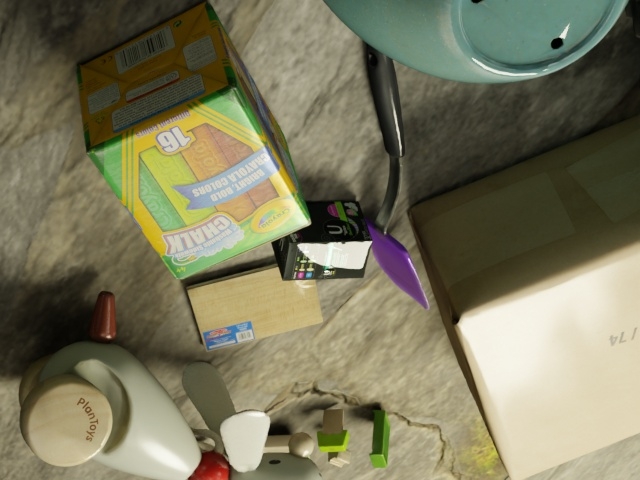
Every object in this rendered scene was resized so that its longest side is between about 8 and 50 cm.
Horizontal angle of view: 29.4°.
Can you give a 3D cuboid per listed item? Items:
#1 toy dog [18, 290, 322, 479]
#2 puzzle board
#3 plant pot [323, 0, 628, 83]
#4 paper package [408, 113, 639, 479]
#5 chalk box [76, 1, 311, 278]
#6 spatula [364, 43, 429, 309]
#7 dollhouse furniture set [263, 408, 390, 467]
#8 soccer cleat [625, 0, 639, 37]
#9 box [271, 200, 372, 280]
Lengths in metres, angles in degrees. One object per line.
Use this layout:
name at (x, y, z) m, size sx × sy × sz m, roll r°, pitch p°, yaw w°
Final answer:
toy dog at (-0.145, 0.161, 1.217) m, size 0.333 × 0.220 × 0.161 m, roll 23°, pitch 89°, yaw -40°
puzzle board at (-0.066, 0.065, 1.252) m, size 0.128 × 0.011 × 0.096 m, roll -14°, pitch 134°, yaw -4°
plant pot at (0.133, -0.232, 0.925) m, size 0.290 × 0.195 × 0.290 m, roll -9°, pitch 132°, yaw -10°
paper package at (0.290, 0.056, 1.247) m, size 0.325 × 0.168 × 0.309 m, roll -22°, pitch 133°, yaw 2°
chalk box at (-0.098, -0.066, 1.044) m, size 0.132 × 0.132 × 0.213 m, roll -25°, pitch 133°, yaw 6°
spatula at (0.065, -0.060, 1.152) m, size 0.030 × 0.084 × 0.296 m, roll -25°, pitch 129°, yaw -25°
dollhouse furniture set at (0.002, 0.230, 1.410) m, size 0.151 × 0.058 × 0.076 m, roll -4°, pitch 142°, yaw 13°
soccer cleat at (0.338, -0.176, 1.037) m, size 0.116 × 0.108 × 0.318 m, roll -17°, pitch 100°, yaw -7°
box at (0.000, 0.000, 1.179) m, size 0.083 × 0.062 × 0.052 m, roll -2°, pitch 132°, yaw -15°
